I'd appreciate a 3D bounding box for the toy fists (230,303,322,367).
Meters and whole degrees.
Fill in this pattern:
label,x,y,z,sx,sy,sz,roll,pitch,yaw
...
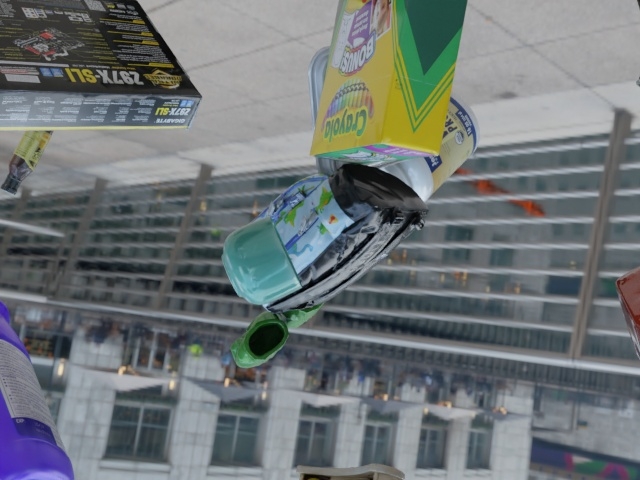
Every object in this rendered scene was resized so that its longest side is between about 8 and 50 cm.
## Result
label,x,y,z,sx,sy,sz,roll,pitch,yaw
toy fists,-0.089,0.178,1.736,0.096,0.279,0.142,42,156,5

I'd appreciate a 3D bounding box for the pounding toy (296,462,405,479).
label,x,y,z,sx,sy,sz,roll,pitch,yaw
pounding toy,0.076,0.499,1.413,0.270,0.154,0.154,-2,150,19

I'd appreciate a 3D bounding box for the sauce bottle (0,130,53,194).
label,x,y,z,sx,sy,sz,roll,pitch,yaw
sauce bottle,-0.488,-0.137,1.276,0.042,0.128,0.042,26,176,2

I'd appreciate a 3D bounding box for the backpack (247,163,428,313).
label,x,y,z,sx,sy,sz,roll,pitch,yaw
backpack,0.000,0.000,1.568,0.273,0.355,0.290,43,-158,21

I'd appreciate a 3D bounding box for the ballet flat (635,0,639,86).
label,x,y,z,sx,sy,sz,roll,pitch,yaw
ballet flat,0.422,-0.291,0.994,0.058,0.249,0.084,-10,166,20

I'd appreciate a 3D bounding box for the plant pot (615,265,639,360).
label,x,y,z,sx,sy,sz,roll,pitch,yaw
plant pot,0.550,0.130,1.035,0.267,0.235,0.267,-32,-172,19

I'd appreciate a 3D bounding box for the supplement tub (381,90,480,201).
label,x,y,z,sx,sy,sz,roll,pitch,yaw
supplement tub,0.227,-0.222,1.938,0.228,0.316,0.228,34,150,22

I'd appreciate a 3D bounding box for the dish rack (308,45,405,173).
label,x,y,z,sx,sy,sz,roll,pitch,yaw
dish rack,0.131,-0.282,1.636,0.333,0.285,0.072,-21,-155,-35

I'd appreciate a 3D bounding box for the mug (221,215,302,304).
label,x,y,z,sx,sy,sz,roll,pitch,yaw
mug,-0.098,0.039,1.243,0.097,0.129,0.158,-24,170,-1

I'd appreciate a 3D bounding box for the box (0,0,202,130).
label,x,y,z,sx,sy,sz,roll,pitch,yaw
box,-0.375,-0.273,1.149,0.322,0.257,0.079,-8,145,-42

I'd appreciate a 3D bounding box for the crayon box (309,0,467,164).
label,x,y,z,sx,sy,sz,roll,pitch,yaw
crayon box,0.103,-0.291,1.268,0.106,0.313,0.363,12,180,-17

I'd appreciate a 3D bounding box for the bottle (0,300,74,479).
label,x,y,z,sx,sy,sz,roll,pitch,yaw
bottle,-0.332,0.136,0.754,0.092,0.283,0.118,-30,148,-9
